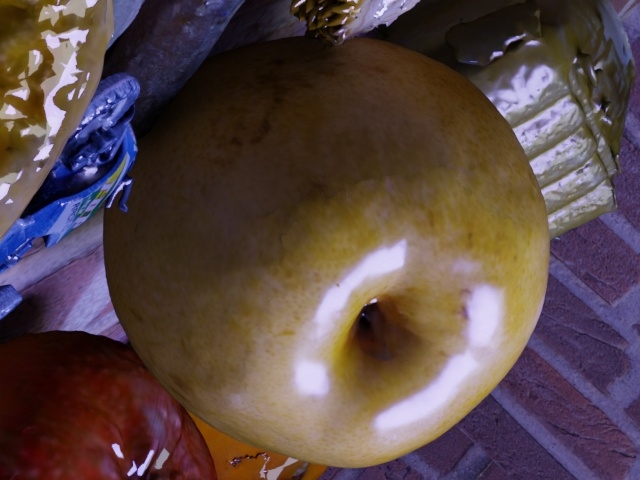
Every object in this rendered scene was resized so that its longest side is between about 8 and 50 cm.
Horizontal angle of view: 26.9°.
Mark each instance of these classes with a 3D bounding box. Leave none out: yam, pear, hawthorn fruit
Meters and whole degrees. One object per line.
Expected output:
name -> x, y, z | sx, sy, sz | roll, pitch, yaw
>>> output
yam -> -0.062, -0.157, 0.758 | 0.061, 0.061, 0.274 | -35, 166, -52
pear -> 0.000, 0.000, 0.914 | 0.314, 0.314, 0.314 | -45, 171, -10
hawthorn fruit -> -0.221, 0.226, 1.039 | 0.300, 0.275, 0.275 | -41, 174, 28

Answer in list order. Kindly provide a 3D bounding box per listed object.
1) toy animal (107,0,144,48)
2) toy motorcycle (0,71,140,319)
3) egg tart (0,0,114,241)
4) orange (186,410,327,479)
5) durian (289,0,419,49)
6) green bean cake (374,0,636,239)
toy animal -> -0.121, -0.113, 0.608 | 0.070, 0.079, 0.253 | -37, 168, -50
toy motorcycle -> -0.180, -0.013, 0.753 | 0.254, 0.092, 0.135 | -41, -178, 20
egg tart -> -0.169, -0.072, 0.376 | 0.241, 0.106, 0.241 | -24, 131, -31
orange -> -0.083, 0.166, 1.438 | 0.246, 0.246, 0.246 | -45, 171, -10
durian -> 0.055, -0.220, 0.799 | 0.250, 0.138, 0.183 | -37, -147, 29
green bean cake -> 0.162, -0.168, 1.210 | 0.202, 0.285, 0.310 | -24, 148, 5
